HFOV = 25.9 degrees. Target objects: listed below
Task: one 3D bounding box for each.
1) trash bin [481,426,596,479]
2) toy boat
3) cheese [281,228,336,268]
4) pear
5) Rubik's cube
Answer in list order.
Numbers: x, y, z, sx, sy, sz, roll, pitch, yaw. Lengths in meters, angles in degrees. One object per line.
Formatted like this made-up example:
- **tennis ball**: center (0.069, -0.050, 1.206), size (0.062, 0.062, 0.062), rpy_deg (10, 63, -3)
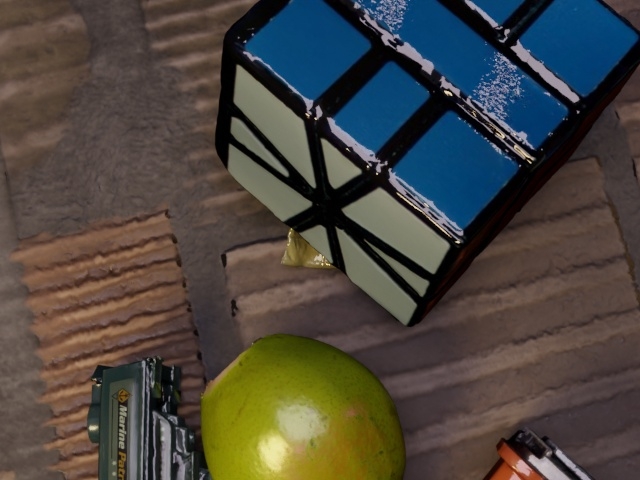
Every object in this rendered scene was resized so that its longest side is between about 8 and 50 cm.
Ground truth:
- **trash bin**: center (0.185, 0.318, 1.328), size (0.184, 0.161, 0.239), rpy_deg (41, 90, 9)
- **toy boat**: center (-0.161, 0.261, 1.359), size (0.122, 0.114, 0.296), rpy_deg (-6, 78, 9)
- **cheese**: center (-0.001, 0.000, 1.446), size (0.084, 0.041, 0.060), rpy_deg (-2, 86, -7)
- **pear**: center (-0.009, 0.199, 1.338), size (0.187, 0.187, 0.220), rpy_deg (-42, 83, -7)
- **Rubik's cube**: center (0.089, -0.129, 1.325), size (0.288, 0.293, 0.283), rpy_deg (40, 69, 10)
